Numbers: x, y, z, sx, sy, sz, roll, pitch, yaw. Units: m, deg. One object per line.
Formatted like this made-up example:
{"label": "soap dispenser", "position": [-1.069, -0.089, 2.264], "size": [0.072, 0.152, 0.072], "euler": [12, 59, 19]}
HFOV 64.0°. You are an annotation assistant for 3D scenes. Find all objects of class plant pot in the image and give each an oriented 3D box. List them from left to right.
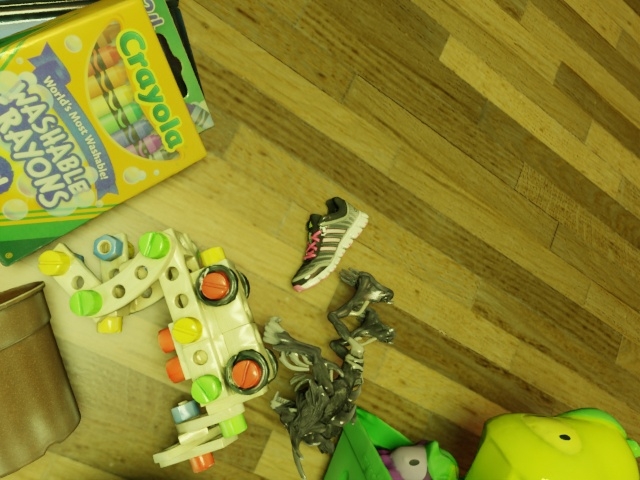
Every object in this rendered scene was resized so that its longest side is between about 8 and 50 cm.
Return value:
{"label": "plant pot", "position": [-0.352, 0.152, 0.549], "size": [0.166, 0.167, 0.165], "euler": [-22, 101, -24]}

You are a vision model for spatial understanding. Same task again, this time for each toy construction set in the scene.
{"label": "toy construction set", "position": [-0.174, 0.125, 0.611], "size": [0.214, 0.151, 0.328], "euler": [-22, 95, 3]}

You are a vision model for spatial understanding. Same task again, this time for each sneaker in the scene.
{"label": "sneaker", "position": [0.000, 0.000, 0.765], "size": [0.075, 0.063, 0.170], "euler": [45, 65, -14]}

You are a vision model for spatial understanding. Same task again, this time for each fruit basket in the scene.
{"label": "fruit basket", "position": [0.190, 0.315, 0.604], "size": [0.282, 0.392, 0.392], "euler": [36, 72, -12]}

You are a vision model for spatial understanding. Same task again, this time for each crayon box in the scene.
{"label": "crayon box", "position": [-0.275, -0.144, 0.596], "size": [0.322, 0.083, 0.203], "euler": [-36, 130, -22]}

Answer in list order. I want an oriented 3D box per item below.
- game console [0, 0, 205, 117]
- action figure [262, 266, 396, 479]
{"label": "game console", "position": [-0.294, -0.273, 0.609], "size": [0.292, 0.250, 0.174], "euler": [-18, 66, -24]}
{"label": "action figure", "position": [0.002, 0.171, 0.692], "size": [0.276, 0.140, 0.164], "euler": [-51, 141, -42]}
